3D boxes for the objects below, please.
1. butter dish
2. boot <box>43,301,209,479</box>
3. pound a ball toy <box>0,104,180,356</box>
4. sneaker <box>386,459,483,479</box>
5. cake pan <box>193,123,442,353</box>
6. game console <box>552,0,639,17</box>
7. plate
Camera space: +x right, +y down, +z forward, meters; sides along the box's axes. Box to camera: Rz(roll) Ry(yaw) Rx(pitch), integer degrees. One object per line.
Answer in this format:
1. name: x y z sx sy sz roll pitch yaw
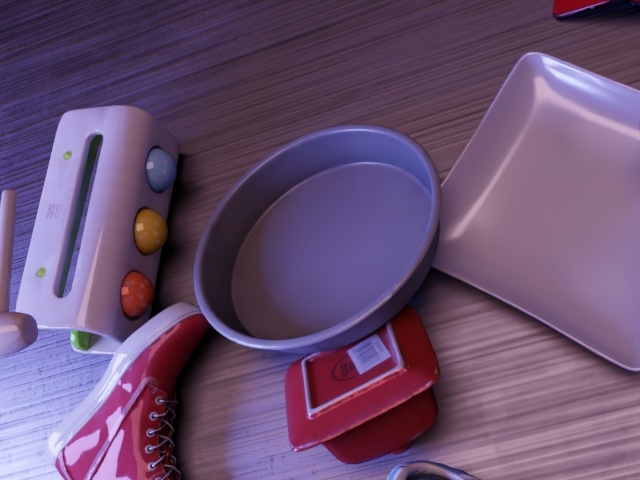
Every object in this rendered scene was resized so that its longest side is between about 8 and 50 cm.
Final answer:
1. butter dish: 0.056 0.165 0.881 0.160 0.118 0.160 -29 21 7
2. boot: -0.169 0.202 0.954 0.176 0.088 0.244 40 93 27
3. pound a ball toy: -0.258 -0.002 0.995 0.136 0.208 0.319 -1 68 19
4. sneaker: 0.168 0.271 0.812 0.237 0.086 0.085 15 73 22
5. cake pan: 0.000 0.000 0.951 0.293 0.054 0.293 -17 47 20
6. game console: 0.354 -0.320 1.026 0.124 0.085 0.143 15 73 -9
7. plate: 0.272 -0.039 0.922 0.277 0.045 0.278 28 80 26
